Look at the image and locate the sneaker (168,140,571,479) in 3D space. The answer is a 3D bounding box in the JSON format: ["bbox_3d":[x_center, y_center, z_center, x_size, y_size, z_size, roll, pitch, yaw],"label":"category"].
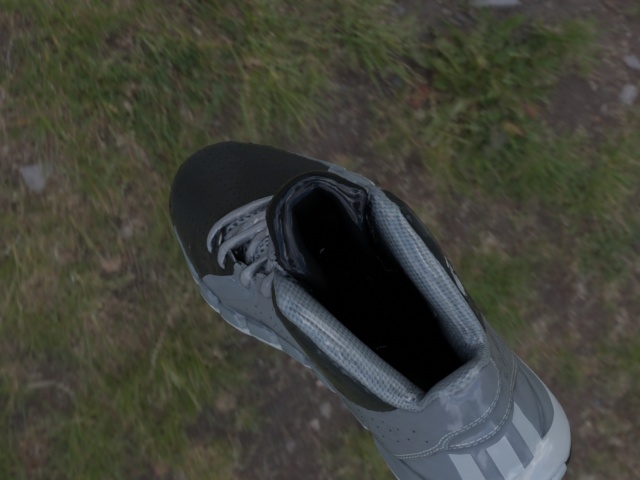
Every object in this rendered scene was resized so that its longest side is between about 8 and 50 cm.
[{"bbox_3d":[0.000,0.000,0.562,0.086,0.228,0.132,-43,142,-8],"label":"sneaker"}]
